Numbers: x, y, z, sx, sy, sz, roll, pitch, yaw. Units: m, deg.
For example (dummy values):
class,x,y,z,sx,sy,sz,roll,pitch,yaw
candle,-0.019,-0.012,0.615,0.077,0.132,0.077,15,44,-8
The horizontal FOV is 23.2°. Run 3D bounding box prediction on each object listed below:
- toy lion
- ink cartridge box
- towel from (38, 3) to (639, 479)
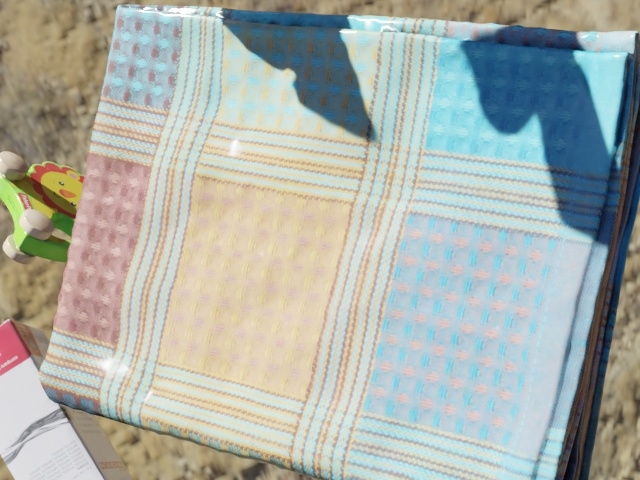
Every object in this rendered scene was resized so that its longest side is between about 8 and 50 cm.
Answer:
class,x,y,z,sx,sy,sz,roll,pitch,yaw
toy lion,-0.183,-0.021,1.086,0.034,0.096,0.100,-54,45,25
ink cartridge box,-0.195,0.129,1.094,0.056,0.099,0.135,-32,81,-1
towel,0.000,0.000,0.901,0.370,0.040,0.271,10,87,33
